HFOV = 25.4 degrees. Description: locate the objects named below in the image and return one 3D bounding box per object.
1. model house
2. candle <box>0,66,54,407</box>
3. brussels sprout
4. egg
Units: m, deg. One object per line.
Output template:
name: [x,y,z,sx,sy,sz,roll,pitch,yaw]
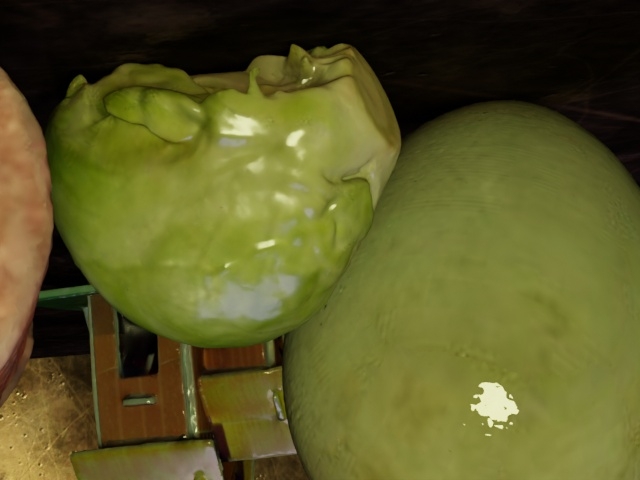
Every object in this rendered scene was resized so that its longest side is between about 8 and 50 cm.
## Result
model house: [-0.116,0.197,1.537,0.300,0.323,0.340,-7,172,10]
candle: [-0.255,0.044,0.502,0.317,0.287,0.131,-1,166,-16]
brussels sprout: [-0.048,-0.022,0.702,0.183,0.145,0.131,-3,-160,17]
egg: [0.095,0.043,0.790,0.218,0.295,0.218,11,142,9]
